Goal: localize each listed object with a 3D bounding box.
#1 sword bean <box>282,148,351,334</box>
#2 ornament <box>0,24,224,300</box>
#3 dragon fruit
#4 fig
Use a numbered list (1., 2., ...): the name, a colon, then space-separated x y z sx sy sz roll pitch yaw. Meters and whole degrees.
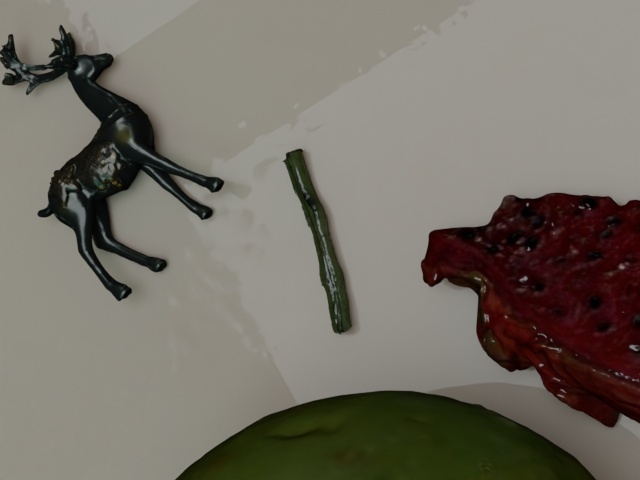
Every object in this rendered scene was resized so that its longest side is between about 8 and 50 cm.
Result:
1. sword bean: 0.000 0.000 0.840 0.012 0.012 0.083 -19 81 15
2. ornament: -0.104 -0.041 0.865 0.073 0.028 0.125 -46 78 9
3. dragon fruit: 0.104 0.037 0.796 0.131 0.063 0.097 6 56 17
4. fig: 0.011 0.150 0.722 0.207 0.230 0.207 -35 44 42
